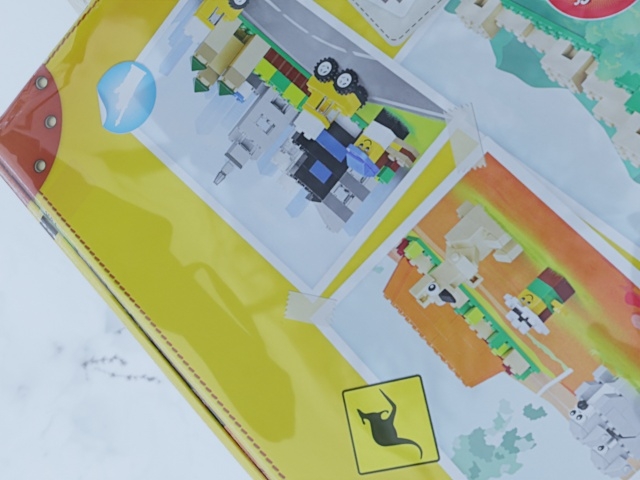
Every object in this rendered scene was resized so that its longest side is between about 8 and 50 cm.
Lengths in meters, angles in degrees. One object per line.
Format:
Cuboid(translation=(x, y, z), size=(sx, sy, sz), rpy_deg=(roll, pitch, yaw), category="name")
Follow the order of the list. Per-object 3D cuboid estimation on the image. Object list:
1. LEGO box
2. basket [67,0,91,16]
Cuboid(translation=(0.105, -0.019, 0.421), size=(0.500, 0.372, 0.193), rpy_deg=(45, 9, 19), category="LEGO box")
Cuboid(translation=(-0.107, -0.278, 0.775), size=(0.331, 0.266, 0.328), rpy_deg=(49, -6, -3), category="basket")
